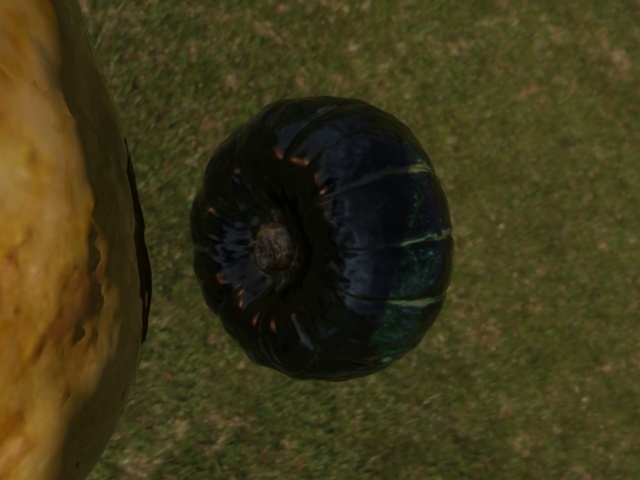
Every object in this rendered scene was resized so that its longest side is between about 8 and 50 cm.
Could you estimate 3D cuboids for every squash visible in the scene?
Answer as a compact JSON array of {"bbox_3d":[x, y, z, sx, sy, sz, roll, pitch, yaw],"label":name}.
[{"bbox_3d":[0.000,0.000,1.025,0.165,0.252,0.252,1,70,-44],"label":"squash"}]

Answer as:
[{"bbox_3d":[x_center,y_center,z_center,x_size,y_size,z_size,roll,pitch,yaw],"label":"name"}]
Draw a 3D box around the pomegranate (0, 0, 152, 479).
[{"bbox_3d":[-0.267,-0.009,0.438,0.410,0.410,0.410,11,66,-26],"label":"pomegranate"}]
